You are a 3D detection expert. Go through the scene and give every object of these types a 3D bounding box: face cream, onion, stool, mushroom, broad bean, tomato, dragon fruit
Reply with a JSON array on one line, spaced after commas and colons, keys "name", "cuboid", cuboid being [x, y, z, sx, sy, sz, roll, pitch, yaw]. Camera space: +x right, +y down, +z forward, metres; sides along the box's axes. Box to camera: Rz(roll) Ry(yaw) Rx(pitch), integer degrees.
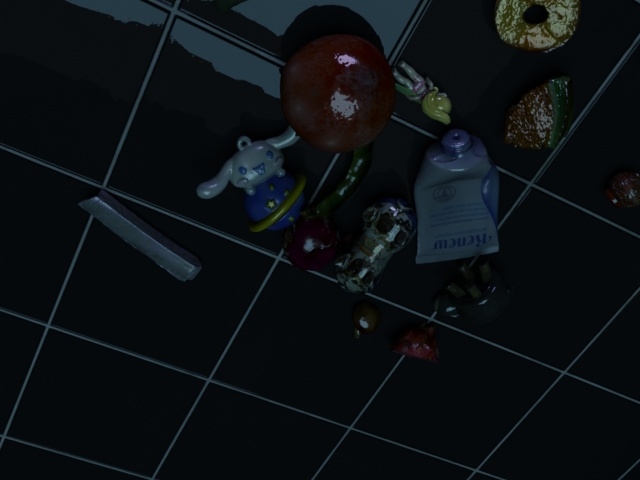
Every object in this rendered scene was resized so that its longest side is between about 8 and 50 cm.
[{"name": "face cream", "cuboid": [0.354, -0.105, 1.842, 0.234, 0.137, 0.420, -10, 133, 1]}, {"name": "onion", "cuboid": [0.001, 0.010, 1.862, 0.198, 0.135, 0.173, 6, 127, -11]}, {"name": "stool", "cuboid": [0.412, 0.148, 1.957, 0.228, 0.153, 0.139, -33, 118, 16]}, {"name": "mushroom", "cuboid": [0.131, 0.243, 2.051, 0.088, 0.073, 0.129, -16, 132, -34]}, {"name": "broad bean", "cuboid": [0.062, -0.164, 1.774, 0.292, 0.049, 0.144, -55, 150, 6]}, {"name": "tomato", "cuboid": [0.044, -0.331, 1.571, 0.265, 0.265, 0.265, -1, 122, -2]}, {"name": "dragon fruit", "cuboid": [0.284, 0.292, 2.081, 0.153, 0.153, 0.111, 18, 76, -14]}]

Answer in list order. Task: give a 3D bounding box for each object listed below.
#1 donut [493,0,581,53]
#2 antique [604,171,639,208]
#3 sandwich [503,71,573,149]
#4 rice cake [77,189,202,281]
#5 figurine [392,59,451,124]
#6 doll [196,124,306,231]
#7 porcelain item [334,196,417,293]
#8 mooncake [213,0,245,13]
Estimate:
[{"name": "donut", "cuboid": [0.484, -0.517, 1.599, 0.190, 0.075, 0.174, -6, 123, 5]}, {"name": "antique", "cuboid": [0.799, -0.131, 1.837, 0.104, 0.104, 0.104, -1, 122, -2]}, {"name": "sandwich", "cuboid": [0.531, -0.318, 1.714, 0.160, 0.109, 0.185, 5, 125, 18]}, {"name": "rice cake", "cuboid": [-0.470, -0.011, 1.868, 0.365, 0.056, 0.072, 39, 118, -23]}, {"name": "figurine", "cuboid": [0.245, -0.351, 1.692, 0.187, 0.083, 0.083, 43, 111, -14]}, {"name": "doll", "cuboid": [-0.119, -0.166, 1.757, 0.242, 0.159, 0.311, 41, 93, -11]}, {"name": "porcelain item", "cuboid": [0.151, 0.017, 1.862, 0.138, 0.186, 0.288, 35, 101, 13]}, {"name": "mooncake", "cuboid": [-0.160, -0.565, 1.516, 0.175, 0.104, 0.168, 15, 116, -15]}]
